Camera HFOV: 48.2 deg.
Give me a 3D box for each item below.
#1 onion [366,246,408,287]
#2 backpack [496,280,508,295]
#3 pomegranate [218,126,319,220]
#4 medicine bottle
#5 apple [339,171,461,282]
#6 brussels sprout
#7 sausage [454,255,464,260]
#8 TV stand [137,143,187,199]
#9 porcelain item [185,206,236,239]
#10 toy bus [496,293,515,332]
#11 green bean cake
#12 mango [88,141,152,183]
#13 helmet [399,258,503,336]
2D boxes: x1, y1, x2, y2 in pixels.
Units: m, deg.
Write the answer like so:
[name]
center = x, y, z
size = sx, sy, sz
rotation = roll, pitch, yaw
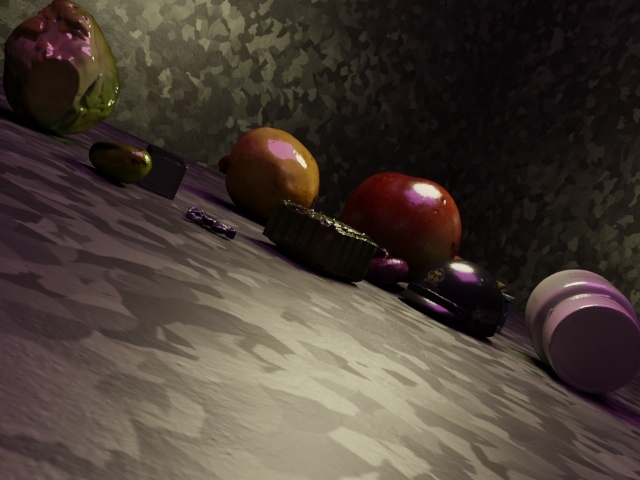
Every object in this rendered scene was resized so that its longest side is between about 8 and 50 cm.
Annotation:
[onion]
center = 0.170, 0.069, 1.845
size = 0.115, 0.105, 0.115
rotation = -10, -3, -1
[backpack]
center = 0.549, 0.185, 2.530
size = 0.207, 0.140, 0.253
rotation = 27, 11, 21
[pomegranate]
center = -0.132, -0.178, 2.058
size = 0.307, 0.307, 0.307
rotation = 25, 4, -2
[medicine bottle]
center = 0.645, 0.221, 1.750
size = 0.256, 0.256, 0.325
rotation = 26, 13, 4
[apple]
center = 0.227, -0.038, 2.021
size = 0.348, 0.277, 0.348
rotation = 16, -21, 6
[brussels sprout]
center = -0.621, -0.401, 1.688
size = 0.268, 0.344, 0.344
rotation = -13, 11, -8
[sausage]
center = 0.396, 0.120, 2.219
size = 0.141, 0.153, 0.268
rotation = 17, -3, 35
[TV stand]
center = -0.367, -0.162, 1.642
size = 0.088, 0.083, 0.269
rotation = 25, 5, -19
[porcelain item]
center = -0.225, -0.040, 1.350
size = 0.136, 0.021, 0.075
rotation = 28, 9, 39
[toy bus]
center = 0.473, 0.188, 2.115
size = 0.134, 0.114, 0.246
rotation = 23, 0, 38
[green bean cake]
center = 0.000, 0.000, 1.580
size = 0.200, 0.113, 0.214
rotation = 29, 6, 35
[mango]
center = -0.395, -0.152, 1.400
size = 0.165, 0.074, 0.091
rotation = 12, 0, 42
[helmet]
center = 0.342, 0.126, 1.781
size = 0.278, 0.161, 0.230
rotation = 24, 6, -40
